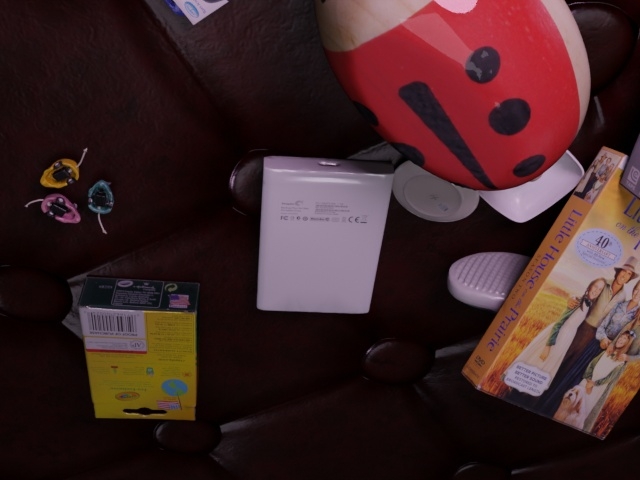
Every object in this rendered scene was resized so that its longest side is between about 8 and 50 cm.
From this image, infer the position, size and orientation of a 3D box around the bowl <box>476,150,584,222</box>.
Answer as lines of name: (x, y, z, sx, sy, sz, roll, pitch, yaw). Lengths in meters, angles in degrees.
bowl: (0.318, -0.109, 1.161, 0.142, 0.053, 0.142, 34, 122, -27)

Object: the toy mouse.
toy mouse: (-0.378, -0.067, 1.174, 0.161, 0.031, 0.143, -24, 128, 18)

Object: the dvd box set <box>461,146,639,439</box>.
dvd box set: (0.458, 0.100, 1.206, 0.308, 0.062, 0.420, 26, 101, -25)

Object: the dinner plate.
dinner plate: (0.177, -0.074, 1.174, 0.141, 0.017, 0.141, 15, 144, 11)

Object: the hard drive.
hard drive: (0.000, 0.000, 1.247, 0.203, 0.040, 0.307, 2, 131, -5)

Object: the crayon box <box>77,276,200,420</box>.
crayon box: (-0.328, 0.209, 1.386, 0.202, 0.081, 0.318, 4, 130, -6)

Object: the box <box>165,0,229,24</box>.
box: (-0.146, -0.337, 0.953, 0.136, 0.028, 0.081, -29, 127, 18)

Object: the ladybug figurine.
ladybug figurine: (0.164, -0.210, 0.945, 0.305, 0.162, 0.449, -18, 131, 44)

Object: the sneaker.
sneaker: (0.386, 0.122, 1.312, 0.366, 0.135, 0.150, 8, 125, -9)

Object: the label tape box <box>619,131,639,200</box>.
label tape box: (0.585, -0.195, 1.003, 0.241, 0.106, 0.333, 1, 120, -15)
